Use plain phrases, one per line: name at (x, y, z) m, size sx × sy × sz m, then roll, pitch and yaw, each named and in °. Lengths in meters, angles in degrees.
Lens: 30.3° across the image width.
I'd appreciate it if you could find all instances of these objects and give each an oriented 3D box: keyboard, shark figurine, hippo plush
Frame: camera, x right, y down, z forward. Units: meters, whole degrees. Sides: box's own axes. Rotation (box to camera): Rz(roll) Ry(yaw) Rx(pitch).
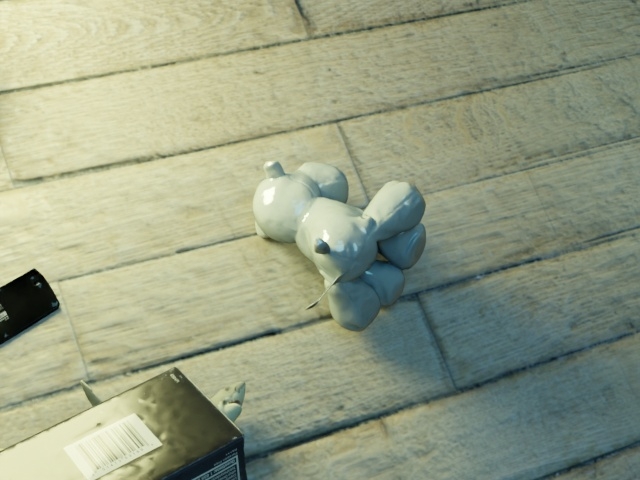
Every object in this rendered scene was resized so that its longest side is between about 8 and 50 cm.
keyboard at (-0.489, 0.104, 1.740) m, size 0.192 × 0.038 × 0.100 m, roll -32°, pitch 102°, yaw -28°
shark figurine at (-0.235, 0.272, 1.683) m, size 0.278 × 0.116 × 0.166 m, roll 9°, pitch 99°, yaw -54°
hippo plush at (0.000, 0.000, 1.870) m, size 0.236 × 0.234 × 0.294 m, roll 29°, pitch 39°, yaw 32°

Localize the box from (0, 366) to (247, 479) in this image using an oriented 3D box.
box at (-0.253, 0.371, 1.512) m, size 0.296 × 0.294 × 0.183 m, roll -24°, pitch 39°, yaw -27°

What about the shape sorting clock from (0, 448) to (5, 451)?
shape sorting clock at (-0.441, 0.386, 1.612) m, size 0.206 × 0.040 × 0.206 m, roll 7°, pitch 64°, yaw -14°
